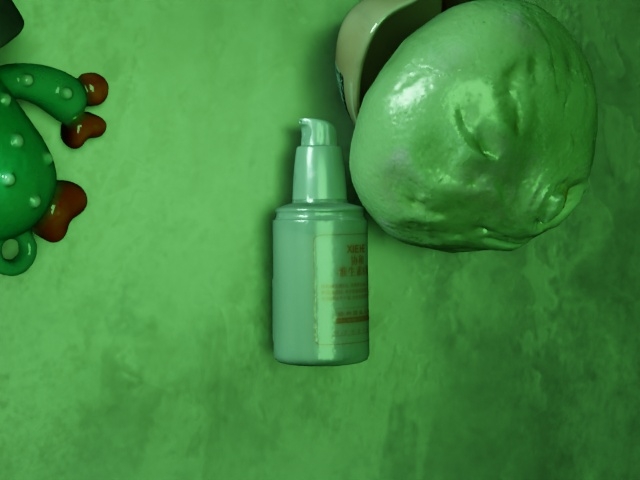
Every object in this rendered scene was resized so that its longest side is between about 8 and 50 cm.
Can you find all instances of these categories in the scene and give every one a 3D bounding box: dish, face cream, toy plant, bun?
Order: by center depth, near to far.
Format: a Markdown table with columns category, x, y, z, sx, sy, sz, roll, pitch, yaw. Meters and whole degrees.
| category | x | y | z | sx | sy | sz | roll | pitch | yaw |
| --- | --- | --- | --- | --- | --- | --- | --- | --- | --- |
| toy plant | -0.357 | -0.146 | 1.141 | 0.185 | 0.279 | 0.400 | -9 | 116 | 23 |
| bun | 0.175 | -0.094 | 1.223 | 0.283 | 0.179 | 0.283 | -21 | 131 | -26 |
| face cream | 0.000 | 0.000 | 1.272 | 0.101 | 0.101 | 0.252 | 0 | 91 | -13 |
| dish | 0.093 | -0.203 | 1.275 | 0.213 | 0.090 | 0.213 | -25 | 138 | -25 |
